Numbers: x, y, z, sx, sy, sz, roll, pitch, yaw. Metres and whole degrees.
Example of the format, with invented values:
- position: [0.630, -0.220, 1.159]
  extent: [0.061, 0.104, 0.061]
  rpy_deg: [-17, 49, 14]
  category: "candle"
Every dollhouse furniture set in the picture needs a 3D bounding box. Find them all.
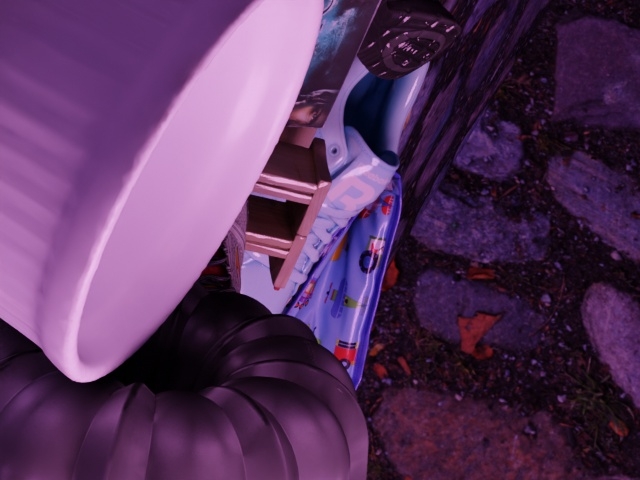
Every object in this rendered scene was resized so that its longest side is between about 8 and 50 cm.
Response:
- position: [-0.079, -0.070, 1.354]
  extent: [0.184, 0.129, 0.129]
  rpy_deg: [-98, -154, -51]
  category: "dollhouse furniture set"

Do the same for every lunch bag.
- position: [0.000, 0.000, 1.662]
  extent: [0.293, 0.138, 0.221]
  rpy_deg: [-67, -156, 13]
  category: "lunch bag"

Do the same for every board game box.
- position: [-0.026, -0.166, 1.225]
  extent: [0.186, 0.126, 0.026]
  rpy_deg: [116, -34, -43]
  category: "board game box"

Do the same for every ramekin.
- position: [-0.123, -0.067, 0.898]
  extent: [0.277, 0.135, 0.277]
  rpy_deg: [-58, 171, -15]
  category: "ramekin"

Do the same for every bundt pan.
- position: [-0.115, 0.116, 1.028]
  extent: [0.331, 0.330, 0.124]
  rpy_deg: [-42, 148, -66]
  category: "bundt pan"

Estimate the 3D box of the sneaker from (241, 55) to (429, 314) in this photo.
- position: [-0.007, -0.060, 1.486]
  extent: [0.135, 0.150, 0.366]
  rpy_deg: [22, 89, -38]
  category: "sneaker"

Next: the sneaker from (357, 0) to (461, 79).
- position: [0.013, -0.229, 1.320]
  extent: [0.109, 0.130, 0.286]
  rpy_deg: [-34, 158, 18]
  category: "sneaker"

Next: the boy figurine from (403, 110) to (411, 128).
- position: [0.093, -0.240, 1.810]
  extent: [0.177, 0.092, 0.285]
  rpy_deg: [-56, 168, -46]
  category: "boy figurine"

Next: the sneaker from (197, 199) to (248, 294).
- position: [-0.091, 0.031, 1.226]
  extent: [0.093, 0.088, 0.225]
  rpy_deg: [-144, -126, -63]
  category: "sneaker"
